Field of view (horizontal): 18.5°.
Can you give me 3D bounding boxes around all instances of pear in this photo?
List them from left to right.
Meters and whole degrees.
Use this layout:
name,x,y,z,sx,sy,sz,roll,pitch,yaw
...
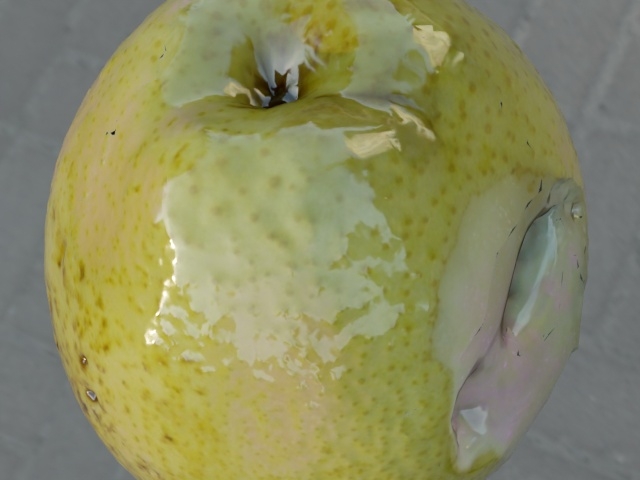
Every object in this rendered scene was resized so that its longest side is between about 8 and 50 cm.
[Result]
name,x,y,z,sx,sy,sz,roll,pitch,yaw
pear,0.000,0.000,0.582,0.178,0.178,0.178,-8,68,21
